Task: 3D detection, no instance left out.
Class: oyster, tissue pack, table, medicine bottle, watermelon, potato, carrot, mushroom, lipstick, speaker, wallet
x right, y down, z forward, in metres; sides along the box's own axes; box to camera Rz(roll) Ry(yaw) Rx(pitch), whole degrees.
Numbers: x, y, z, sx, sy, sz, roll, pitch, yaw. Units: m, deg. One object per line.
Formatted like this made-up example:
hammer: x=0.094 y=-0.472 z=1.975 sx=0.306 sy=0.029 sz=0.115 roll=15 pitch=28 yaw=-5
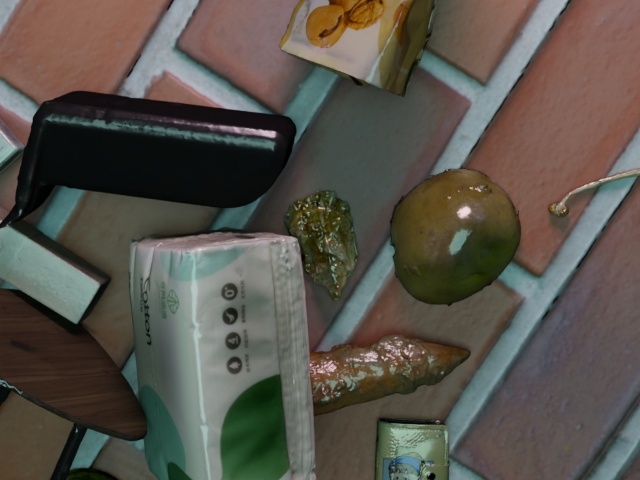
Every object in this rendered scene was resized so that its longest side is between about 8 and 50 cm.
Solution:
oyster: x=0.000 y=0.000 z=1.738 sx=0.122 sy=0.045 sz=0.146 roll=22 pitch=96 yaw=14
tissue pack: x=-0.138 y=0.168 z=1.631 sx=0.194 sy=0.266 sz=0.356 roll=-7 pitch=96 yaw=-25
table: x=-0.425 y=0.260 z=1.637 sx=0.317 sy=0.317 sz=0.249 roll=36 pitch=102 yaw=-2
medicine bottle: x=-0.493 y=-0.152 z=1.730 sx=0.074 sy=0.055 sz=0.118 roll=-40 pitch=93 yaw=7
watermelon: x=-0.324 y=0.384 z=1.789 sx=0.163 sy=0.087 sz=0.069 roll=38 pitch=59 yaw=-4
potato: x=0.191 y=0.001 z=1.689 sx=0.202 sy=0.117 sz=0.182 roll=-38 pitch=96 yaw=5
carrot: x=0.089 y=0.188 z=1.733 sx=0.263 sy=0.102 sz=0.102 roll=-10 pitch=96 yaw=-2
mushroom: x=0.460 y=-0.096 z=1.713 sx=0.286 sy=0.026 sz=0.028 roll=-22 pitch=111 yaw=3
lipstick: x=-0.482 y=-0.011 z=1.732 sx=0.371 sy=0.080 sz=0.076 roll=32 pitch=96 yaw=-1
speaker: x=-0.237 y=-0.098 z=1.672 sx=0.388 sy=0.180 sz=0.184 roll=6 pitch=103 yaw=3
wallet: x=0.134 y=0.343 z=1.764 sx=0.110 sy=0.039 sz=0.155 roll=2 pitch=97 yaw=4

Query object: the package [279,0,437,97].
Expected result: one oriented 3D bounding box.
package: x=0.113 y=-0.355 z=1.620 sx=0.165 sy=0.221 sz=0.311 roll=17 pitch=96 yaw=-38
